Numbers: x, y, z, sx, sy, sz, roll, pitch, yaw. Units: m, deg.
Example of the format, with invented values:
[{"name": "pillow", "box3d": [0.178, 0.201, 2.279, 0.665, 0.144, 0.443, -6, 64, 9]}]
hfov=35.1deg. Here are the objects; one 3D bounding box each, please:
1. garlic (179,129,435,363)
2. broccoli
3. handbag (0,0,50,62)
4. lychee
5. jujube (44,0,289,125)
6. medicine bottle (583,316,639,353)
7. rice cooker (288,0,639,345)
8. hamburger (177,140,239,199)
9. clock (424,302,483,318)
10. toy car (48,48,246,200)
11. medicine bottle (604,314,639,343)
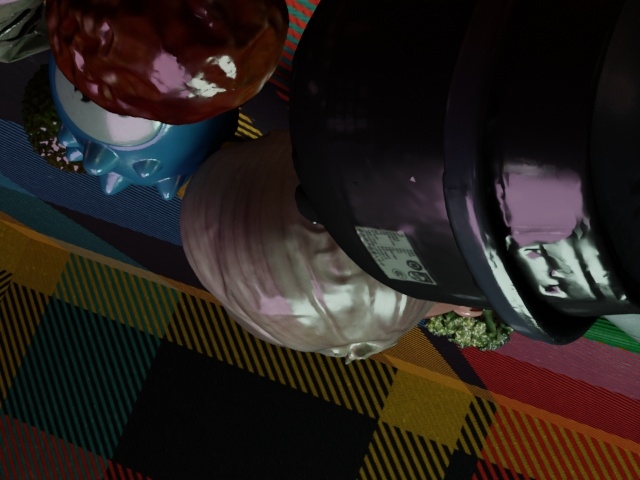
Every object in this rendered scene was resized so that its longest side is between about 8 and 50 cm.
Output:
[{"name": "garlic", "box3d": [0.012, 0.002, 1.094, 0.317, 0.259, 0.317, -19, 175, -2]}, {"name": "broccoli", "box3d": [0.227, 0.086, 1.554, 0.154, 0.167, 0.160, -9, 139, -5]}, {"name": "handbag", "box3d": [-0.344, -0.256, 1.022, 0.182, 0.117, 0.270, 16, 169, -14]}, {"name": "lychee", "box3d": [-0.283, -0.162, 1.254, 0.171, 0.171, 0.171, 21, 169, 4]}, {"name": "jujube", "box3d": [-0.127, -0.180, 0.818, 0.174, 0.174, 0.250, 27, 171, -24]}, {"name": "medicine bottle", "box3d": [0.420, 0.112, 1.166, 0.111, 0.076, 0.309, -9, -167, -34]}, {"name": "rice cooker", "box3d": [0.112, -0.078, 0.627, 0.224, 0.267, 0.267, 10, 164, 36]}, {"name": "hamburger", "box3d": [-0.104, -0.072, 1.456, 0.214, 0.108, 0.214, 24, 173, 3]}, {"name": "clock", "box3d": [0.083, 0.013, 1.377, 0.227, 0.142, 0.241, -1, -164, -43]}, {"name": "toy car", "box3d": [-0.191, -0.142, 1.064, 0.188, 0.190, 0.255, 22, 167, 6]}, {"name": "medicine bottle", "box3d": [0.299, 0.010, 0.991, 0.133, 0.133, 0.274, 10, 164, 47]}]
